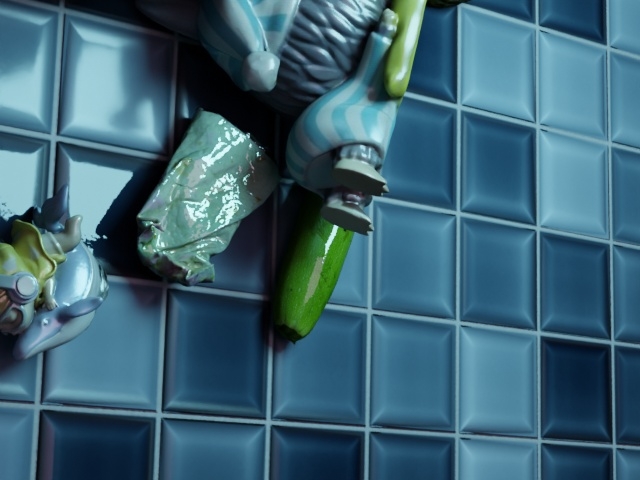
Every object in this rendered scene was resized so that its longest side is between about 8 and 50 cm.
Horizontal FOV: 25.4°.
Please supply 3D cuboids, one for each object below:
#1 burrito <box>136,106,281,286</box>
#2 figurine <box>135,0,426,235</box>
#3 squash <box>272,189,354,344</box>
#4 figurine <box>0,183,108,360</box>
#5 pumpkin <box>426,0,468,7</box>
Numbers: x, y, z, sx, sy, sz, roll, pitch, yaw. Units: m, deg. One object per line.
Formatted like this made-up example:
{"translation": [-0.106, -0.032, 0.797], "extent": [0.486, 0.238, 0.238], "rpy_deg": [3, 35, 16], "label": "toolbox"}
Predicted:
{"translation": [-0.156, -0.050, 1.831], "extent": [0.144, 0.089, 0.229], "rpy_deg": [37, 60, -11], "label": "burrito"}
{"translation": [-0.066, -0.231, 1.868], "extent": [0.378, 0.266, 0.361], "rpy_deg": [13, 60, 2], "label": "figurine"}
{"translation": [0.001, -0.001, 1.938], "extent": [0.082, 0.082, 0.292], "rpy_deg": [31, 65, -29], "label": "squash"}
{"translation": [-0.336, 0.041, 1.663], "extent": [0.184, 0.128, 0.208], "rpy_deg": [14, 66, -31], "label": "figurine"}
{"translation": [0.170, -0.463, 2.117], "extent": [0.126, 0.131, 0.248], "rpy_deg": [-42, 105, -34], "label": "pumpkin"}
